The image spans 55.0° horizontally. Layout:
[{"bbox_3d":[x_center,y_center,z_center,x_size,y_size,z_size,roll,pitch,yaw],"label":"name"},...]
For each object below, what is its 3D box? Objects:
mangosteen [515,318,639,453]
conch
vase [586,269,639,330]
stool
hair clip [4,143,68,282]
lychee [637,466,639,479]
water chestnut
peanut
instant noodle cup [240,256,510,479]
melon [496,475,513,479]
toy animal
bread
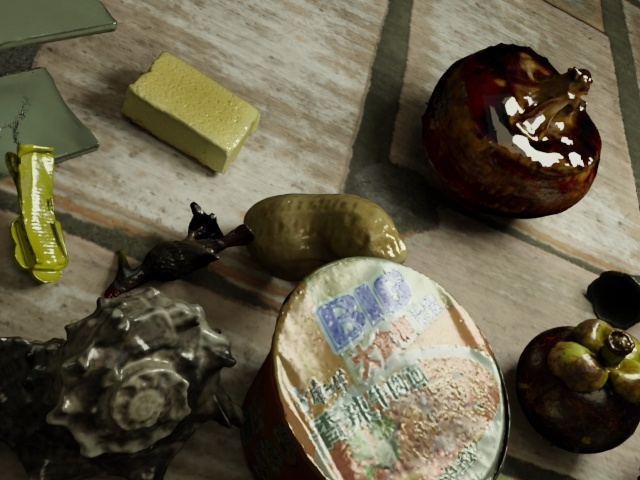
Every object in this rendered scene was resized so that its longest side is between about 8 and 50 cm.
[{"bbox_3d":[0.396,0.204,0.902,0.192,0.217,0.192,11,51,-14],"label":"mangosteen"},{"bbox_3d":[-0.226,0.148,0.617,0.313,0.240,0.186,5,43,-9],"label":"conch"},{"bbox_3d":[0.627,0.095,1.166,0.237,0.115,0.115,-7,63,-33],"label":"vase"},{"bbox_3d":[-0.418,-0.204,0.739,0.270,0.243,0.170,-27,75,-37],"label":"stool"},{"bbox_3d":[-0.354,-0.031,0.762,0.072,0.046,0.173,-5,81,-56],"label":"hair clip"},{"bbox_3d":[0.593,0.372,0.887,0.271,0.271,0.271,13,55,-19],"label":"lychee"},{"bbox_3d":[0.355,-0.206,1.092,0.350,0.302,0.350,10,58,-16],"label":"water chestnut"},{"bbox_3d":[0.000,0.000,0.833,0.253,0.122,0.137,0,35,27],"label":"peanut"},{"bbox_3d":[0.042,0.195,0.730,0.296,0.214,0.296,13,55,-19],"label":"instant noodle cup"},{"bbox_3d":[0.257,0.388,0.793,0.118,0.064,0.209,-33,89,-27],"label":"melon"},{"bbox_3d":[-0.193,0.021,0.813,0.202,0.070,0.105,-28,37,-16],"label":"toy animal"},{"bbox_3d":[-0.199,-0.199,0.961,0.188,0.068,0.125,31,51,-6],"label":"bread"}]
